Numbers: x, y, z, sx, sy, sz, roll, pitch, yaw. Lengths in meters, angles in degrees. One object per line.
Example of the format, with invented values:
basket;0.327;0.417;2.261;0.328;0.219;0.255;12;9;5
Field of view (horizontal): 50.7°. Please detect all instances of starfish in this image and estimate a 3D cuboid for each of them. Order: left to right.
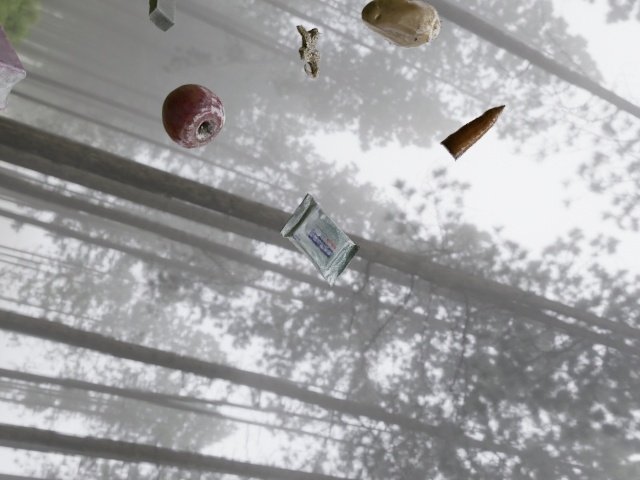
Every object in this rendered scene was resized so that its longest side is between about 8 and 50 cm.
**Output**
starfish;-0.026;-0.522;1.851;0.053;0.150;0.209;-20;-164;19

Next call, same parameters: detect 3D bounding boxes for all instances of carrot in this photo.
carrot;0.433;-0.313;1.891;0.205;0.072;0.072;-41;-145;17

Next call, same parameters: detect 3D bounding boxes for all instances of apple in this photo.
apple;-0.304;-0.298;1.596;0.120;0.153;0.153;45;-60;24

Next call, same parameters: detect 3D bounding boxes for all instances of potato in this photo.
potato;0.239;-0.628;1.947;0.161;0.235;0.128;-22;-121;47

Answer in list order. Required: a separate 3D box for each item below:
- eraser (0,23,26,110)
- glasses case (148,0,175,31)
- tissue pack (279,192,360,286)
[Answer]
eraser;-0.777;-0.435;1.334;0.122;0.272;0.359;-50;-123;23
glasses case;-0.455;-0.682;1.937;0.047;0.071;0.204;-32;-137;23
tissue pack;0.000;0.000;1.555;0.026;0.193;0.122;-3;-134;55
